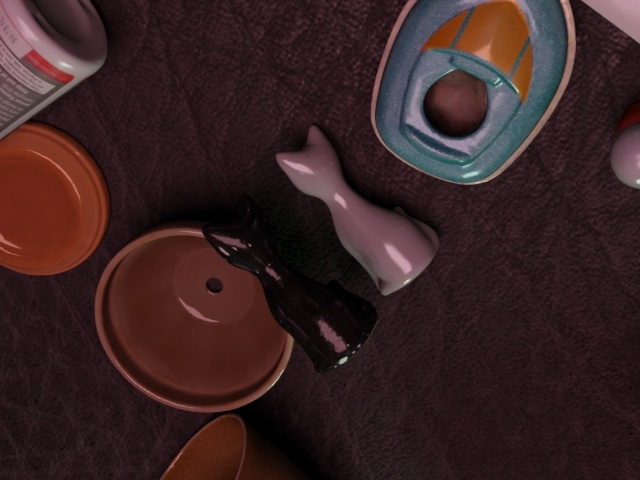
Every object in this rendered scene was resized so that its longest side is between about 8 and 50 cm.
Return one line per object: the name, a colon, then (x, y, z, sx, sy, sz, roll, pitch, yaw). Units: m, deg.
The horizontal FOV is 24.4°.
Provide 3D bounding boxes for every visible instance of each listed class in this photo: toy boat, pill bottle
toy boat: (0.218, -0.153, 1.531, 0.318, 0.148, 0.267, 23, 117, 2)
pill bottle: (-0.390, -0.185, 1.639, 0.283, 0.161, 0.161, -31, 104, 23)

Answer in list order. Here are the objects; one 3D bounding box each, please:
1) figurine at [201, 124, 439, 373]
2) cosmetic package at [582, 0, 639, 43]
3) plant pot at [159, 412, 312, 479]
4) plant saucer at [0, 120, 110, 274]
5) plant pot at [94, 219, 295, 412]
figurine: (0.000, 0.000, 1.634, 0.209, 0.215, 0.092, 47, 148, -8)
cosmetic package: (0.247, -0.347, 1.410, 0.365, 0.197, 0.155, 34, 118, -5)
plant pot: (-0.063, 0.375, 1.806, 0.254, 0.237, 0.237, 33, 117, -19)
plant saucer: (-0.351, -0.045, 1.764, 0.200, 0.037, 0.200, 4, 115, 10)
plant pot: (-0.135, 0.074, 1.732, 0.237, 0.109, 0.237, 5, 115, 11)
